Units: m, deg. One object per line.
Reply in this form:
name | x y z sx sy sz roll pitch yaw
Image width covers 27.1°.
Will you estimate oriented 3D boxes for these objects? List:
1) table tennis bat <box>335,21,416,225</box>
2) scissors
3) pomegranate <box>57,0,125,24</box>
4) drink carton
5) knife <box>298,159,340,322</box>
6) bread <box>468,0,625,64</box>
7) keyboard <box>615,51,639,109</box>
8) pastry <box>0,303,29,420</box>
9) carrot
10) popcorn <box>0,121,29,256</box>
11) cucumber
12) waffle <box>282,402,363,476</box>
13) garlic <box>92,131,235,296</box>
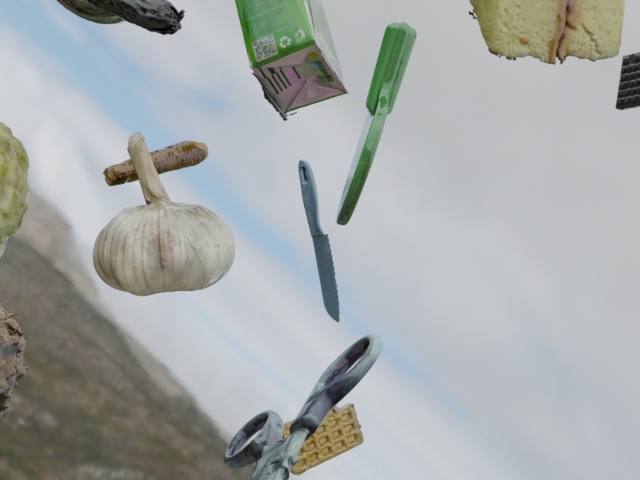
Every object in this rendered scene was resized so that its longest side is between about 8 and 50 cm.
table tennis bat | 0.064 -0.140 1.607 0.039 0.257 0.160 16 4 -4
scissors | -0.048 0.247 1.460 0.029 0.256 0.383 48 22 -9
pomegranate | -0.271 -0.379 1.752 0.187 0.187 0.225 42 19 0
drink carton | -0.058 -0.331 1.940 0.161 0.108 0.271 52 20 -59
knife | 0.000 0.000 2.477 0.045 0.019 0.312 -12 -92 39
bread | 0.300 -0.332 1.865 0.240 0.178 0.135 2 2 -26
keyboard | 0.563 -0.265 2.029 0.018 0.100 0.310 15 -9 -27
pastry | -0.575 0.203 2.060 0.193 0.275 0.275 29 -17 38
carrot | -0.236 -0.111 1.897 0.042 0.171 0.042 28 -52 44
popcorn | -0.452 -0.029 1.439 0.225 0.285 0.174 27 -7 -24
cucumber | -0.231 -0.274 1.460 0.182 0.053 0.053 31 -12 5
waffle | 0.002 0.304 2.082 0.021 0.135 0.092 11 -59 60
garlic | -0.221 -0.038 1.810 0.199 0.199 0.225 -175 -104 -72
